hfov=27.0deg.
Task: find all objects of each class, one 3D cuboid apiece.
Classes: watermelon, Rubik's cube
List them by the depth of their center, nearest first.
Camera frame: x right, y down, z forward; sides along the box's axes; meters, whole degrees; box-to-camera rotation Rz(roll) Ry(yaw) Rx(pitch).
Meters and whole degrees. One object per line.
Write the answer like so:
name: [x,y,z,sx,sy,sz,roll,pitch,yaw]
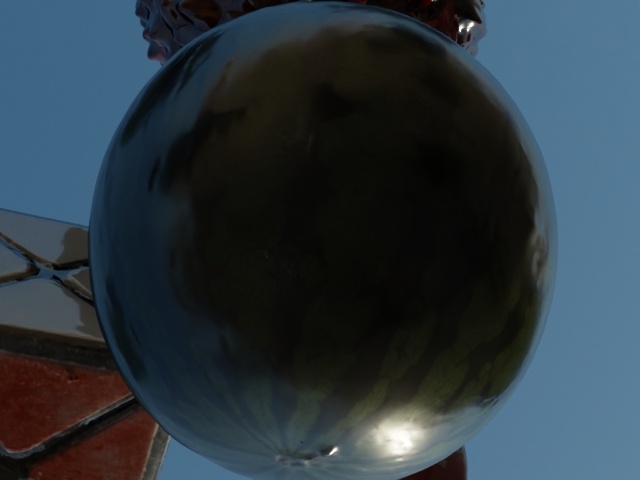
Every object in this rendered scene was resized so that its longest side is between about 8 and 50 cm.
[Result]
watermelon: [0.000,0.000,0.582,0.212,0.212,0.212,14,-118,-29]
Rubik's cube: [-0.270,0.136,1.199,0.255,0.259,0.260,13,-159,-12]

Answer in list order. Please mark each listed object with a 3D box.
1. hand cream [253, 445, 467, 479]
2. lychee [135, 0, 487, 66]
hand cream: [0.047,0.269,1.550,0.149,0.230,0.230,39,-129,-37]
lychee: [-0.001,-0.296,1.532,0.425,0.500,0.424,-5,-81,-36]
